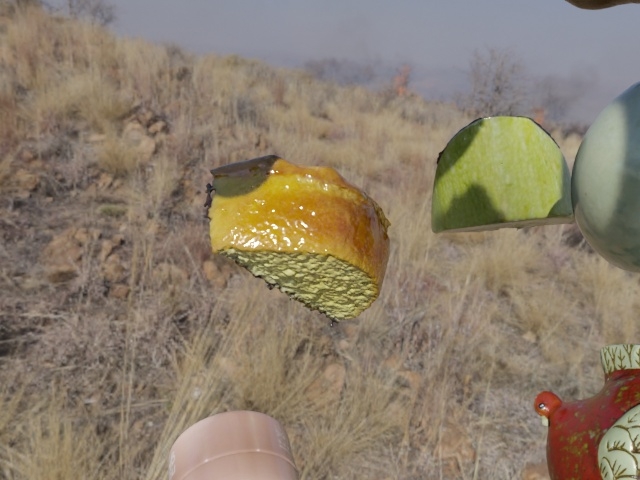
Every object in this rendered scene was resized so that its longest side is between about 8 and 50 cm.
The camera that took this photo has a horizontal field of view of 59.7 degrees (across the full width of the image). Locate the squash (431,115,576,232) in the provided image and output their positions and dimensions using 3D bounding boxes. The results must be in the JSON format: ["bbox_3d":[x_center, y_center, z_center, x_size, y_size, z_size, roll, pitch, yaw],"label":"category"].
[{"bbox_3d":[0.291,-0.096,0.869,0.236,0.155,0.204,-7,-5,6],"label":"squash"}]

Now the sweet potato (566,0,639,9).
[{"bbox_3d":[0.401,-0.315,0.668,0.077,0.077,0.243,-11,22,-40],"label":"sweet potato"}]

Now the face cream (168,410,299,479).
[{"bbox_3d":[-0.098,0.286,0.643,0.149,0.149,0.104,-1,31,-17],"label":"face cream"}]

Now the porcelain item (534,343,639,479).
[{"bbox_3d":[0.375,0.247,0.676,0.252,0.253,0.253,4,19,-2],"label":"porcelain item"}]

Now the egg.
[{"bbox_3d":[0.380,-0.068,0.620,0.186,0.253,0.187,-7,41,6],"label":"egg"}]

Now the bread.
[{"bbox_3d":[0.003,-0.005,0.633,0.134,0.129,0.260,-25,-42,34],"label":"bread"}]
